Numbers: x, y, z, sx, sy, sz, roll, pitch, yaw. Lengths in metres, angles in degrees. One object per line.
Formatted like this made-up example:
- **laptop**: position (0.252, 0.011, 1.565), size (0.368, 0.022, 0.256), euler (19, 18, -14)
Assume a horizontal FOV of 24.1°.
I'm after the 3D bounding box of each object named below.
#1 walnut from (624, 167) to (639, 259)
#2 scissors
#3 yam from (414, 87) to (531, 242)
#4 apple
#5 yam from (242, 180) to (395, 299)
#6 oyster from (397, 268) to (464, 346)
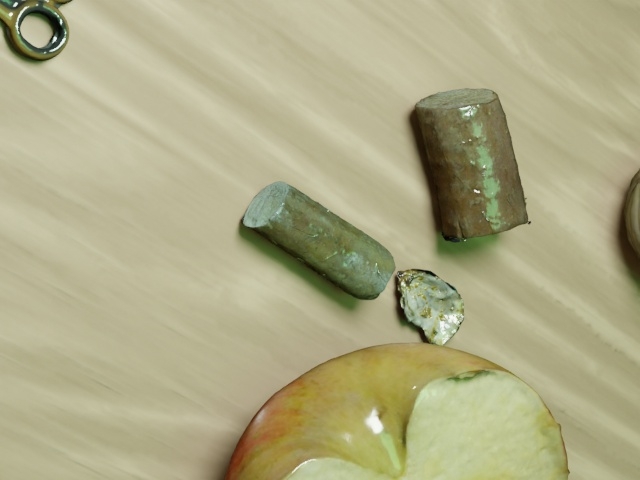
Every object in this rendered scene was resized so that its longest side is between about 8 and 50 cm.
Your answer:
- **walnut**: position (0.366, -0.016, 1.442), size (0.140, 0.140, 0.162), euler (-53, 127, -19)
- **scissors**: position (-0.273, -0.202, 1.077), size (0.220, 0.017, 0.088), euler (20, 83, -32)
- **yam**: position (0.134, -0.067, 1.317), size (0.084, 0.084, 0.127), euler (-21, 108, -30)
- **apple**: position (0.043, 0.210, 1.226), size (0.293, 0.163, 0.251), euler (-28, 119, -15)
- **yam**: position (0.000, 0.000, 1.250), size (0.132, 0.054, 0.054), euler (33, 75, -30)
- **oyster**: position (0.094, 0.055, 1.334), size (0.083, 0.019, 0.054), euler (45, 71, -29)
